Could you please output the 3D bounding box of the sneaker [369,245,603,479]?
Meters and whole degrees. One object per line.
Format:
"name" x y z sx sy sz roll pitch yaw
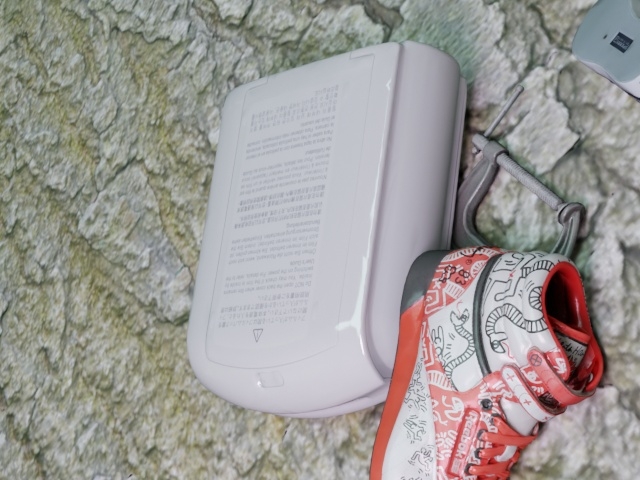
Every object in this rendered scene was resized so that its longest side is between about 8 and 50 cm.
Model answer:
"sneaker" 0.123 0.135 0.936 0.145 0.090 0.270 -3 74 42

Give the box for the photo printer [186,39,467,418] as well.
"photo printer" 0.000 0.000 1.110 0.256 0.107 0.307 -9 67 47

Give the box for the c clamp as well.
"c clamp" 0.156 -0.031 1.021 0.137 0.022 0.160 -54 44 18

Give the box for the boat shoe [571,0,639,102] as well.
"boat shoe" 0.245 -0.128 0.943 0.065 0.083 0.183 -51 17 18
